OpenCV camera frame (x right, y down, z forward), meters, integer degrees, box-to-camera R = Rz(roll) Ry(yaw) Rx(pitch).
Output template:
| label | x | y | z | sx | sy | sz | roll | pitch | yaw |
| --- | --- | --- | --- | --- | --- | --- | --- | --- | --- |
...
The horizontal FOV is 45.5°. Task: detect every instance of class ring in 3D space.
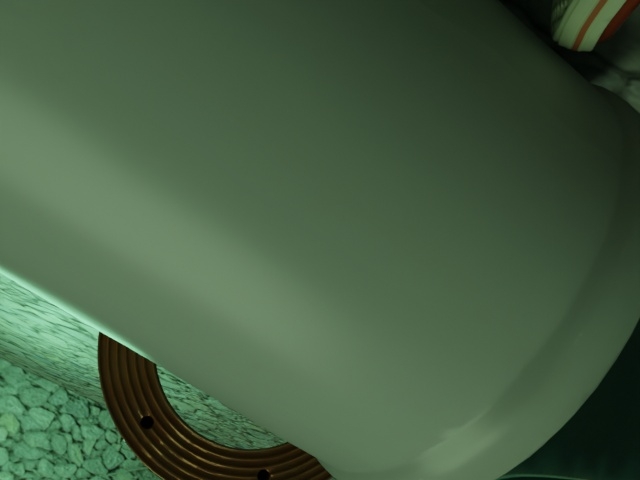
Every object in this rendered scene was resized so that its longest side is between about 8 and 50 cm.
| label | x | y | z | sx | sy | sz | roll | pitch | yaw |
| --- | --- | --- | --- | --- | --- | --- | --- | --- | --- |
| ring | -0.075 | 0.120 | 0.857 | 0.337 | 0.336 | 0.032 | 26 | 165 | -8 |

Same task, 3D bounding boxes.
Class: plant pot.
| label | x | y | z | sx | sy | sz | roll | pitch | yaw |
| --- | --- | --- | --- | --- | --- | --- | --- | --- | --- |
| plant pot | 0.330 | 0.172 | 0.752 | 0.293 | 0.235 | 0.293 | 16 | 153 | 8 |

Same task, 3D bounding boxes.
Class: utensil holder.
| label | x | y | z | sx | sy | sz | roll | pitch | yaw |
| --- | --- | --- | --- | --- | --- | --- | --- | --- | --- |
| utensil holder | -0.039 | -0.065 | 0.492 | 0.385 | 0.327 | 0.328 | 34 | 151 | -19 |

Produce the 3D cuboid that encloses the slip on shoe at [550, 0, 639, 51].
| label | x | y | z | sx | sy | sz | roll | pitch | yaw |
| --- | --- | --- | --- | --- | --- | --- | --- | --- | --- |
| slip on shoe | 0.202 | -0.188 | 0.315 | 0.101 | 0.123 | 0.331 | 22 | 149 | -9 |
